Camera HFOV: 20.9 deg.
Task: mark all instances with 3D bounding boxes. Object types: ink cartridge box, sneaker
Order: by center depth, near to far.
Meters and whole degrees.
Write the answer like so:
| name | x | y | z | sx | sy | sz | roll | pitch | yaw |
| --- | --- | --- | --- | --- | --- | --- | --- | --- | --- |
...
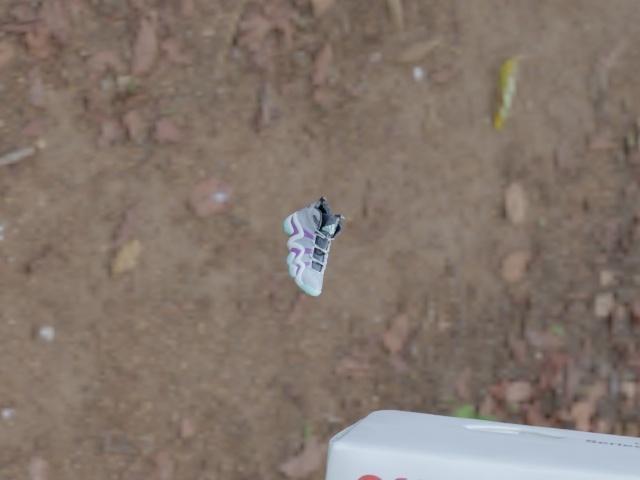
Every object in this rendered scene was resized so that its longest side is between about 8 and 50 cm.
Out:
| name | x | y | z | sx | sy | sz | roll | pitch | yaw |
| --- | --- | --- | --- | --- | --- | --- | --- | --- | --- |
| ink cartridge box | 0.079 | 0.199 | 0.815 | 0.092 | 0.160 | 0.219 | -7 | 101 | -76 |
| sneaker | 0.000 | 0.000 | 1.676 | 0.038 | 0.069 | 0.098 | 23 | 41 | -41 |
